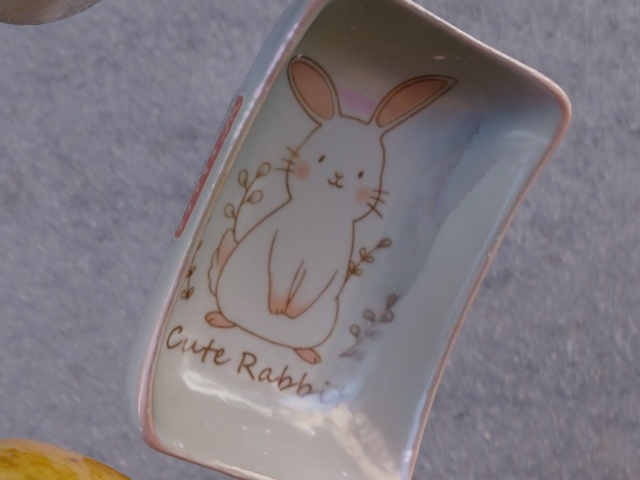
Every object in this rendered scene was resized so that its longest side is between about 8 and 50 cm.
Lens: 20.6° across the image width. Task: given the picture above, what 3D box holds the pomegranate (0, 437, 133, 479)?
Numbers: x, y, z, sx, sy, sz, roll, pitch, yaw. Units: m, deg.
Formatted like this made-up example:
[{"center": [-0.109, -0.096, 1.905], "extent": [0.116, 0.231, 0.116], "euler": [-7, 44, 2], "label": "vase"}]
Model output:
[{"center": [-0.111, 0.161, 0.536], "extent": [0.196, 0.196, 0.196], "euler": [-4, 67, 10], "label": "pomegranate"}]

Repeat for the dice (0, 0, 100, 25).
[{"center": [-0.106, -0.217, 0.714], "extent": [0.192, 0.194, 0.193], "euler": [47, 125, -3], "label": "dice"}]

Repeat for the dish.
[{"center": [0.000, 0.000, 0.766], "extent": [0.077, 0.151, 0.212], "euler": [23, 89, 55], "label": "dish"}]
